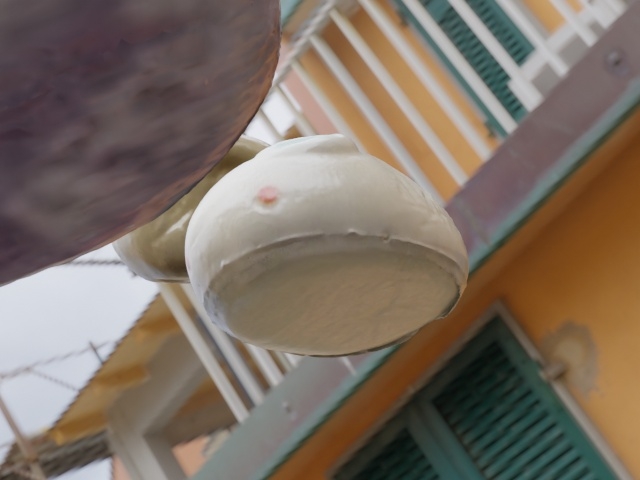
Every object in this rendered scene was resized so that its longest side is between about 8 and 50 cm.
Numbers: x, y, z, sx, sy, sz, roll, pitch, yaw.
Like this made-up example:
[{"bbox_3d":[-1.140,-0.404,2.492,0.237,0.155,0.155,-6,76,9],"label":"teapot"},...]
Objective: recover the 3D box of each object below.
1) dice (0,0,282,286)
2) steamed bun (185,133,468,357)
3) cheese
[{"bbox_3d":[-0.181,-0.149,0.495,0.271,0.270,0.270,-20,-36,-11],"label":"dice"},{"bbox_3d":[0.000,0.000,0.943,0.228,0.130,0.177,15,-40,-43],"label":"steamed bun"},{"bbox_3d":[-0.141,-0.052,1.508,0.235,0.218,0.117,-30,-3,-19],"label":"cheese"}]
